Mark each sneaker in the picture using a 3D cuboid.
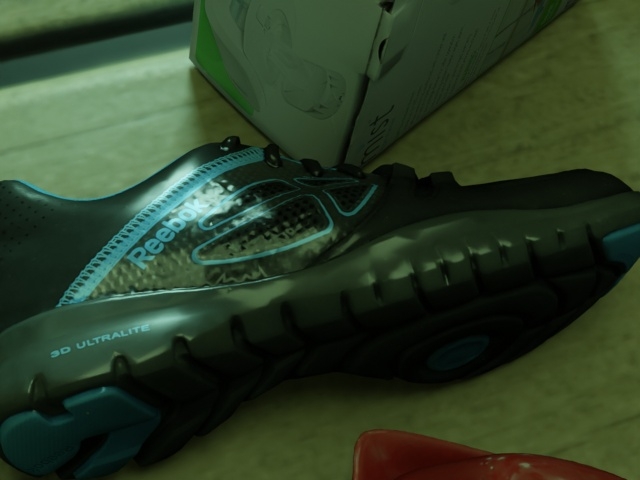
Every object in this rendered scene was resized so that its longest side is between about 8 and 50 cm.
[{"bbox_3d":[0.000,0.000,0.668,0.341,0.125,0.139,-11,58,-19],"label":"sneaker"}]

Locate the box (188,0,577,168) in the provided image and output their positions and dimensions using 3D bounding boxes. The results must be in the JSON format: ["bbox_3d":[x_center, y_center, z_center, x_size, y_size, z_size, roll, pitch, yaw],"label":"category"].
[{"bbox_3d":[0.063,-0.187,0.707,0.231,0.262,0.127,-38,72,-26],"label":"box"}]

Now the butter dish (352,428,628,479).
[{"bbox_3d":[0.103,0.151,0.583,0.160,0.118,0.160,18,55,-28],"label":"butter dish"}]
